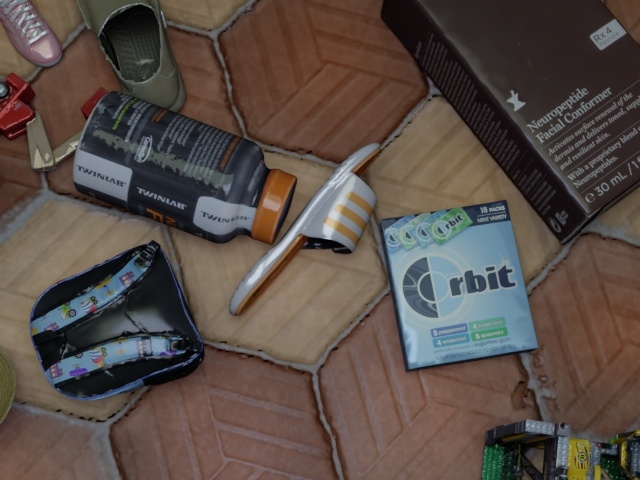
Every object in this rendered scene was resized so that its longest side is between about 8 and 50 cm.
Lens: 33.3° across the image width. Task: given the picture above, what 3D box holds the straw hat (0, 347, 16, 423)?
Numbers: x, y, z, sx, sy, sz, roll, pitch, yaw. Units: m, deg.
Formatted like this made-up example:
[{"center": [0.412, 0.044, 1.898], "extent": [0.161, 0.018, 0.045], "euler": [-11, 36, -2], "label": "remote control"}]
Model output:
[{"center": [-0.404, 0.180, 1.222], "extent": [0.144, 0.061, 0.144], "euler": [-3, 62, 6], "label": "straw hat"}]

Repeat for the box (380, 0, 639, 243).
[{"center": [0.263, -0.210, 1.303], "extent": [0.191, 0.143, 0.381], "euler": [-36, 79, -9], "label": "box"}]

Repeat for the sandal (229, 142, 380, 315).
[{"center": [0.000, 0.002, 1.267], "extent": [0.076, 0.102, 0.265], "euler": [40, 87, 5], "label": "sandal"}]

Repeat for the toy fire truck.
[{"center": [-0.353, -0.130, 1.304], "extent": [0.135, 0.047, 0.192], "euler": [37, 79, 5], "label": "toy fire truck"}]

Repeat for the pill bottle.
[{"center": [-0.154, -0.076, 1.256], "extent": [0.246, 0.130, 0.130], "euler": [20, 77, 3], "label": "pill bottle"}]

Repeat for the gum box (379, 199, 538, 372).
[{"center": [0.164, 0.054, 1.285], "extent": [0.157, 0.041, 0.184], "euler": [-9, 78, -4], "label": "gum box"}]

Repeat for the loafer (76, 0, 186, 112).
[{"center": [-0.240, -0.279, 1.320], "extent": [0.102, 0.092, 0.268], "euler": [-25, 79, -8], "label": "loafer"}]

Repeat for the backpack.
[{"center": [-0.233, 0.104, 1.218], "extent": [0.173, 0.117, 0.158], "euler": [-23, 79, -8], "label": "backpack"}]

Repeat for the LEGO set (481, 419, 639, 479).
[{"center": [0.284, 0.328, 1.138], "extent": [0.255, 0.192, 0.331], "euler": [17, 75, -2], "label": "LEGO set"}]

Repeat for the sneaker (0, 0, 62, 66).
[{"center": [-0.374, -0.278, 1.327], "extent": [0.051, 0.070, 0.134], "euler": [-36, 82, -12], "label": "sneaker"}]
